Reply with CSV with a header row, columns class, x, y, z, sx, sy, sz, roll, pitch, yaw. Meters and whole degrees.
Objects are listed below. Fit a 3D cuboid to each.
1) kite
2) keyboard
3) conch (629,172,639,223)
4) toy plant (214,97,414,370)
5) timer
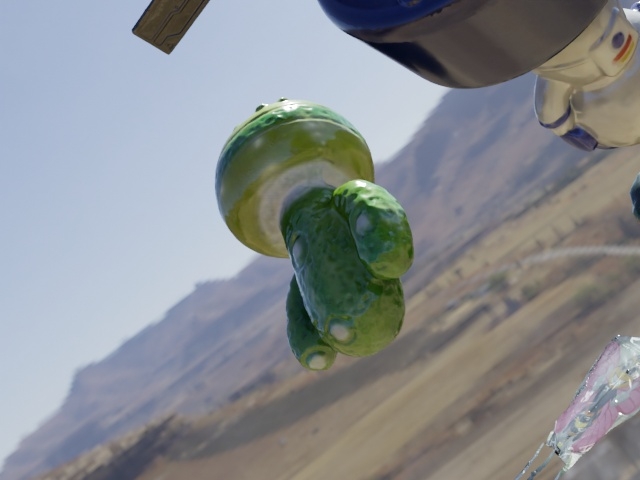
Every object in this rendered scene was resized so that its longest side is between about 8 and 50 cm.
class,x,y,z,sx,sy,sz,roll,pitch,yaw
kite,0.315,0.262,1.718,0.360,0.022,0.204,-47,11,2
keyboard,-0.143,-0.261,1.400,0.155,0.053,0.010,-46,24,34
conch,0.440,0.008,1.462,0.196,0.134,0.202,0,44,25
toy plant,0.000,0.000,1.435,0.184,0.316,0.224,8,-58,-26
timer,0.202,-0.206,1.189,0.270,0.383,0.270,-23,50,31
